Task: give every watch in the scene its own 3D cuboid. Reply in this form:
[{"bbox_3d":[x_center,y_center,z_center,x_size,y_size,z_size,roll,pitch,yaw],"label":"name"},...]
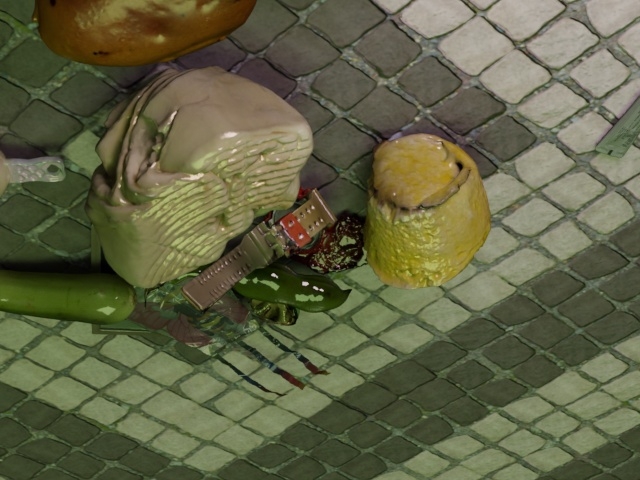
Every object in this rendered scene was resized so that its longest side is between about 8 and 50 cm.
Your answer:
[{"bbox_3d":[-0.077,0.010,1.989,0.165,0.268,0.102,-33,94,26],"label":"watch"}]

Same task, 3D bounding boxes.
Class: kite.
[{"bbox_3d":[-0.146,0.148,2.256,0.360,0.022,0.204,35,130,-26],"label":"kite"}]

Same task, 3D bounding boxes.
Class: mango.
[{"bbox_3d":[-0.209,-0.299,1.689,0.287,0.153,0.201,-13,130,7],"label":"mango"}]

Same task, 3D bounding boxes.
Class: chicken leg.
[{"bbox_3d":[0.003,0.006,2.147,0.205,0.053,0.093,-13,120,1],"label":"chicken leg"}]

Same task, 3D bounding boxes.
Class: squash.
[{"bbox_3d":[-0.403,0.082,2.162,0.250,0.083,0.083,5,140,5],"label":"squash"}]

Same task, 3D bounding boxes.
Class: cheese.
[{"bbox_3d":[-0.470,-0.095,1.973,0.227,0.064,0.137,-3,141,-3],"label":"cheese"}]

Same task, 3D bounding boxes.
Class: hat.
[{"bbox_3d":[-0.069,0.091,2.233,0.076,0.059,0.077,-3,137,24],"label":"hat"}]

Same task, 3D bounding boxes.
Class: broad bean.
[{"bbox_3d":[-0.109,0.068,2.149,0.318,0.056,0.098,1,132,-4],"label":"broad bean"}]

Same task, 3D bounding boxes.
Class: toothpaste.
[{"bbox_3d":[0.450,-0.183,1.980,0.048,0.029,0.197,13,140,-16],"label":"toothpaste"}]

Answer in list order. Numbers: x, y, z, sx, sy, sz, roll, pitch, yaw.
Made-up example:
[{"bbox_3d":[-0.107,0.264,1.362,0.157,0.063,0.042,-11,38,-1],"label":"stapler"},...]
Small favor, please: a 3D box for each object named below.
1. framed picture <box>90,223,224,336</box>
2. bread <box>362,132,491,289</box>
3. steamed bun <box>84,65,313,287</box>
[{"bbox_3d":[-0.256,0.062,2.211,0.208,0.019,0.281,1,140,-6],"label":"framed picture"},{"bbox_3d":[0.143,-0.041,1.994,0.197,0.197,0.170,-10,135,6],"label":"bread"},{"bbox_3d":[-0.179,-0.101,1.890,0.276,0.203,0.289,-7,141,-35],"label":"steamed bun"}]
